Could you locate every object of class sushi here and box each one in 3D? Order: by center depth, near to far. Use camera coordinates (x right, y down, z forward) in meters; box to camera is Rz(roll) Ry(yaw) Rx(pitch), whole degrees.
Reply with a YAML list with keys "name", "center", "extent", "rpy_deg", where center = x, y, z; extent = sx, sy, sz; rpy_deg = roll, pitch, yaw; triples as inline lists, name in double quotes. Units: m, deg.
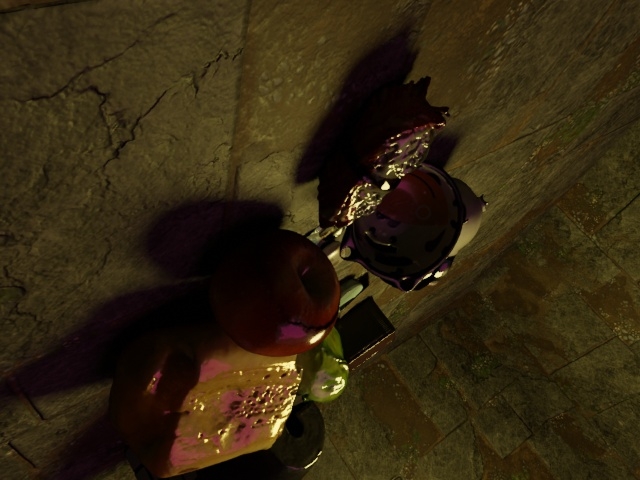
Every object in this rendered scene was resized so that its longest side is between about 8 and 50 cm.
- name: "sushi"
  center: [0.100, -0.149, 0.967]
  extent: [0.129, 0.124, 0.332]
  rpy_deg: [-3, 144, -38]

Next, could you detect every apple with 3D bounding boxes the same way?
- name: "apple"
  center: [-0.088, 0.110, 1.045]
  extent: [0.206, 0.252, 0.272]
  rpy_deg: [-31, -179, 30]

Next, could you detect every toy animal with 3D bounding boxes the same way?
- name: "toy animal"
  center: [0.285, -0.027, 1.382]
  extent: [0.250, 0.251, 0.310]
  rpy_deg: [-16, 157, -44]

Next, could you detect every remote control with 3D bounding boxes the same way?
- name: "remote control"
  center: [0.046, 0.214, 1.740]
  extent: [0.247, 0.052, 0.104]
  rpy_deg: [-48, 156, 27]

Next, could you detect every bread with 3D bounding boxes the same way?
- name: "bread"
  center: [-0.265, 0.308, 1.170]
  extent: [0.394, 0.250, 0.361]
  rpy_deg: [2, 110, -43]

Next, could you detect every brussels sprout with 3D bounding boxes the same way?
- name: "brussels sprout"
  center: [-0.035, 0.361, 1.620]
  extent: [0.227, 0.295, 0.259]
  rpy_deg: [-25, -156, -1]

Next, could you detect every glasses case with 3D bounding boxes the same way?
- name: "glasses case"
  center: [0.032, 0.041, 1.359]
  extent: [0.063, 0.041, 0.164]
  rpy_deg: [-35, 165, -6]

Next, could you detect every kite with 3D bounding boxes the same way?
- name: "kite"
  center: [-0.001, -0.002, 1.275]
  extent: [0.309, 0.015, 0.169]
  rpy_deg: [-36, 161, 0]

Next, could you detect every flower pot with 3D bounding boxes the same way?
- name: "flower pot"
  center: [-0.141, 0.585, 1.499]
  extent: [0.379, 0.380, 0.251]
  rpy_deg: [-10, 157, -50]

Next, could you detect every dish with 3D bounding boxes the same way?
- name: "dish"
  center: [0.174, -0.051, 1.187]
  extent: [0.303, 0.303, 0.120]
  rpy_deg: [-36, -159, -2]

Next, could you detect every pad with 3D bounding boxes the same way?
- name: "pad"
  center: [0.128, 0.213, 1.861]
  extent: [0.158, 0.003, 0.235]
  rpy_deg: [-42, 169, -9]

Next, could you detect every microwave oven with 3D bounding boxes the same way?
- name: "microwave oven"
  center: [0.158, 0.377, 2.084]
  extent: [0.247, 0.178, 0.188]
  rpy_deg: [-34, 159, -7]

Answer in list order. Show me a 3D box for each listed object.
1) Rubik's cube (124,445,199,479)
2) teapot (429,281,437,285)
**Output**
- name: "Rubik's cube"
  center: [-0.365, 0.691, 1.702]
  extent: [0.344, 0.337, 0.344]
  rpy_deg: [-5, 142, -53]
- name: "teapot"
  center: [0.413, 0.086, 2.014]
  extent: [0.116, 0.148, 0.146]
  rpy_deg: [-72, -173, -60]
